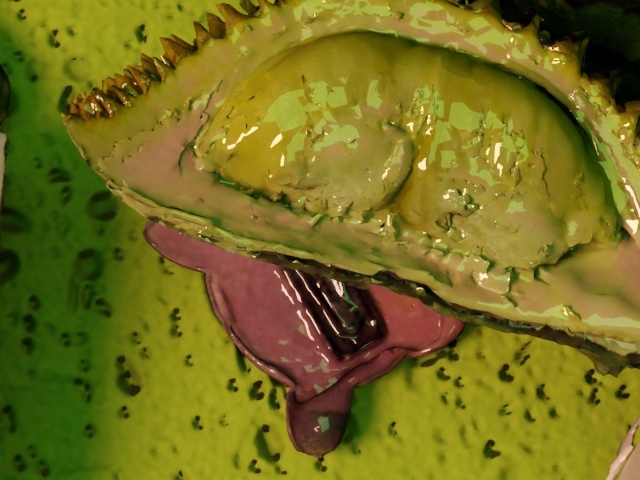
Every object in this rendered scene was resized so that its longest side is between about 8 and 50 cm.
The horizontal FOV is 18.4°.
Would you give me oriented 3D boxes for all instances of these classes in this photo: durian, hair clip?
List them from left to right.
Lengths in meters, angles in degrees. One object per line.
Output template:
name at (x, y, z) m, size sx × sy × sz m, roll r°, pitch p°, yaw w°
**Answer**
hair clip at (-0.002, 0.001, 1.039) m, size 0.146 × 0.056 × 0.187 m, roll -34°, pitch 90°, yaw -12°
durian at (0.053, -0.017, 0.927) m, size 0.352 × 0.158 × 0.169 m, roll 19°, pitch 53°, yaw -7°

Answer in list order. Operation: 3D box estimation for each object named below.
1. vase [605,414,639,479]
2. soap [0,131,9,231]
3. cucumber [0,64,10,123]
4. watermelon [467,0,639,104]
vase at (0.333, 0.234, 0.912) m, size 0.445 × 0.250 × 0.250 m, roll 23°, pitch 76°, yaw -4°
soap at (-0.203, 0.040, 0.965) m, size 0.091 × 0.145 × 0.230 m, roll 7°, pitch 80°, yaw -12°
cucumber at (-0.268, -0.128, 1.034) m, size 0.241 × 0.074 × 0.074 m, roll 30°, pitch 76°, yaw 2°
watermelon at (0.178, -0.151, 1.013) m, size 0.215 × 0.188 × 0.188 m, roll 12°, pitch 76°, yaw 2°
